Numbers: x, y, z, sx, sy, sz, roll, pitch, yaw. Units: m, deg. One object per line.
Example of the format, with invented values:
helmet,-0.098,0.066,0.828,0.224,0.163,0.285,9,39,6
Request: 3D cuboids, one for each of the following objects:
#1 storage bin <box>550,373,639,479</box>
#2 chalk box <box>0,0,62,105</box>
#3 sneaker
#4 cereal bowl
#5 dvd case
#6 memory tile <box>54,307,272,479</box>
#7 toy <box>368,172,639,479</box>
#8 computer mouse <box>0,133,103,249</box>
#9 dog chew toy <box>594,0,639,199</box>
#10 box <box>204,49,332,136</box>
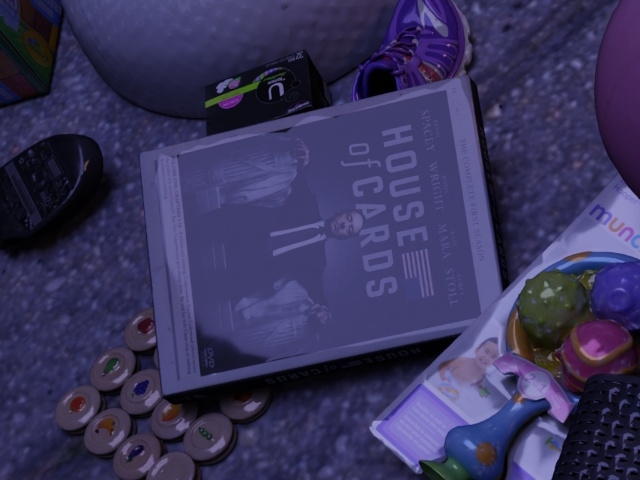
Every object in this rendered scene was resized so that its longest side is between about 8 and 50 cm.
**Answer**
storage bin,0.223,0.144,1.045,0.180,0.122,0.084,5,57,32
chalk box,-0.301,-0.188,1.605,0.132,0.132,0.213,-14,50,20
sneaker,0.060,-0.119,1.389,0.068,0.071,0.170,-5,52,26
cereal bowl,-0.066,-0.265,1.531,0.339,0.141,0.339,-16,49,19
dvd case,0.000,0.000,1.304,0.238,0.029,0.179,-13,69,15
memory tile,-0.110,0.111,1.337,0.148,0.012,0.113,30,73,41
toy,0.152,0.064,1.185,0.237,0.056,0.137,-46,61,-7
computer mouse,-0.263,-0.001,1.504,0.242,0.041,0.071,-33,62,9
dog chew toy,0.283,-0.028,1.108,0.206,0.206,0.332,-24,54,11
box,-0.037,-0.090,1.432,0.083,0.052,0.062,-19,47,13
